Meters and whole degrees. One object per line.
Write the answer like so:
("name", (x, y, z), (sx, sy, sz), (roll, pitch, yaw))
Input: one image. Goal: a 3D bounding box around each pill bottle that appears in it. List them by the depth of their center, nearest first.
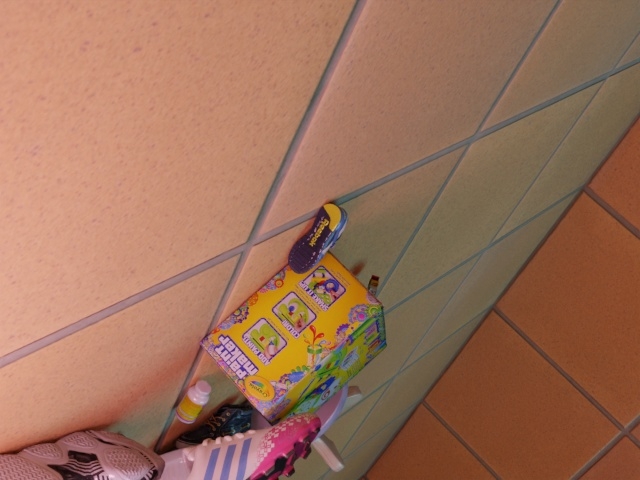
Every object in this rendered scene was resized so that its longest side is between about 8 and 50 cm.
("pill bottle", (-0.234, 0.298, 1.695), (0.043, 0.043, 0.083), (-17, 147, -55))

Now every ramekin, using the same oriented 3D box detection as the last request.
("ramekin", (-0.245, 0.483, 1.825), (0.207, 0.109, 0.207), (-13, 157, -5))

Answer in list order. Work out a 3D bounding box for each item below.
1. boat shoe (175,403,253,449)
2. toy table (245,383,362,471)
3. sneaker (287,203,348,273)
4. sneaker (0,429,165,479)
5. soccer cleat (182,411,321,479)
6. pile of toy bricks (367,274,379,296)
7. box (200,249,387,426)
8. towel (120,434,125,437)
("boat shoe", (-0.220, 0.387, 1.901), (0.183, 0.065, 0.083), (2, 98, -45))
("toy table", (-0.034, 0.391, 2.040), (0.274, 0.252, 0.161), (-26, 150, 15))
("sneaker", (0.000, 0.000, 1.559), (0.144, 0.053, 0.059), (-52, 163, 20))
("sneaker", (-0.398, 0.419, 1.384), (0.366, 0.137, 0.210), (3, 110, -60))
("soccer cleat", (-0.138, 0.358, 1.505), (0.331, 0.143, 0.116), (-32, 151, -40))
("pile of toy bricks", (0.052, 0.156, 1.956), (0.105, 0.118, 0.212), (-73, -179, -67))
("box", (-0.037, 0.193, 1.688), (0.279, 0.177, 0.290), (-42, 161, -11))
("towel", (-0.428, 0.467, 1.656), (0.209, 0.034, 0.285), (-34, 156, -26))
